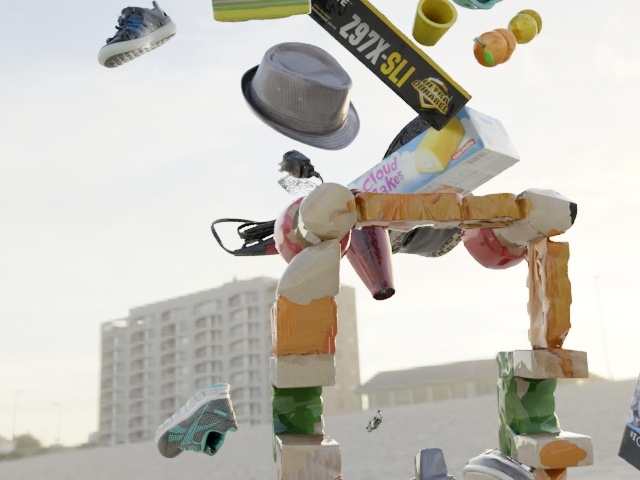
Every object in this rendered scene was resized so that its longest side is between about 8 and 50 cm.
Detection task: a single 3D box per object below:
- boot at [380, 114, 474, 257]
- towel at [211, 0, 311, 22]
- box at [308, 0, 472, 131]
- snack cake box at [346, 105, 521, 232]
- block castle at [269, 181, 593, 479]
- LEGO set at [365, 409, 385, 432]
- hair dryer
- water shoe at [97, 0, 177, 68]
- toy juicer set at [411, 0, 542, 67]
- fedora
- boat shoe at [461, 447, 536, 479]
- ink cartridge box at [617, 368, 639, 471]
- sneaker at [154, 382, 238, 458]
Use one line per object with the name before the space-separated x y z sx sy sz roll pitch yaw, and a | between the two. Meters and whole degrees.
boot | 0.245 -0.107 1.714 0.284 0.138 0.377 8 -61 -50
towel | -0.067 -0.345 0.811 0.102 0.237 0.021 -3 10 1
box | 0.081 -0.313 1.258 0.079 0.322 0.257 -47 8 13
snack cake box | 0.198 -0.118 1.413 0.264 0.089 0.152 -34 -21 30
block castle | 0.100 0.169 0.817 0.303 0.453 0.213 0 -8 -7
LEGO set | 0.123 0.399 1.753 0.023 0.054 0.083 33 -6 4
hair dryer | 0.000 0.000 1.240 0.293 0.223 0.080 31 -26 21
water shoe | -0.332 -0.359 1.388 0.073 0.080 0.203 -27 12 33
toy juicer set | 0.295 -0.432 1.360 0.209 0.329 0.089 25 -31 0
fedora | -0.027 -0.322 1.678 0.275 0.243 0.124 31 -45 8
boat shoe | 0.270 0.344 1.163 0.095 0.112 0.335 -44 -17 -15
ink cartridge box | 0.659 0.358 1.479 0.045 0.206 0.208 2 15 -28
sneaker | -0.170 0.267 1.100 0.065 0.076 0.166 0 -38 -45
